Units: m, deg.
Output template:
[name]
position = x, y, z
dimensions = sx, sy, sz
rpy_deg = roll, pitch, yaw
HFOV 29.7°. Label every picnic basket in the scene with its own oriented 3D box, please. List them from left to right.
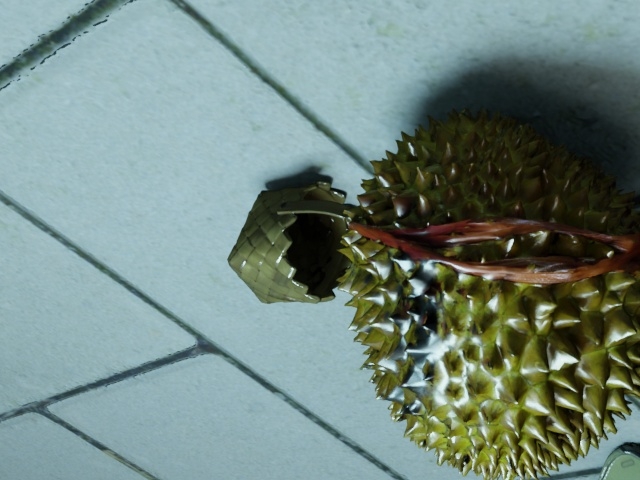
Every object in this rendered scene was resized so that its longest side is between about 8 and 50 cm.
[picnic basket]
position = 0.000, 0.000, 1.372
dimensions = 0.178, 0.137, 0.128
rpy_deg = -8, 138, 41

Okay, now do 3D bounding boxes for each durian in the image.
[durian]
position = 0.176, 0.056, 1.208
dimensions = 0.348, 0.347, 0.384
rpy_deg = -14, 109, 38

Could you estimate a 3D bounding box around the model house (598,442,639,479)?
[model house]
position = 0.554, 0.411, 1.730
dimensions = 0.279, 0.218, 0.204
rpy_deg = 2, 113, -35
